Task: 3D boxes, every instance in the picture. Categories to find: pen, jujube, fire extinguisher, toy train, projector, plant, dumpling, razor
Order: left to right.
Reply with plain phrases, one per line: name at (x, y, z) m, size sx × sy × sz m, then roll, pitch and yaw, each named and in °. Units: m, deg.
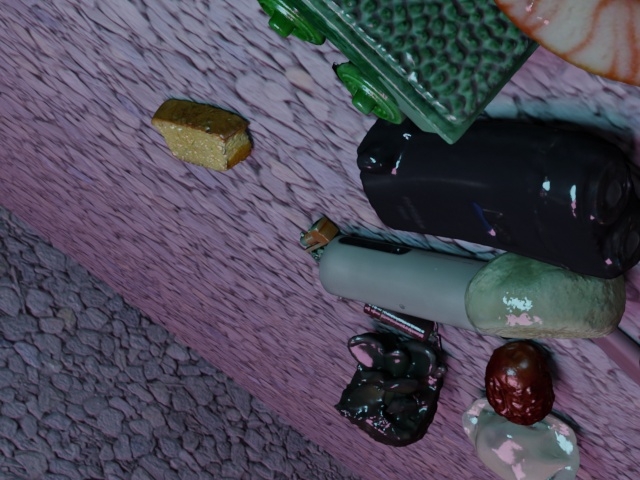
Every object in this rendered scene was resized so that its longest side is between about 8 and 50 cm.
toy train at (0.000, 0.000, 1.378) m, size 0.064 × 0.044 × 0.103 m, roll 42°, pitch 154°, yaw -11°
toy train at (0.052, -0.211, 0.708) m, size 0.266 × 0.145 × 0.202 m, roll 40°, pitch 179°, yaw -16°
plant at (0.141, 0.302, 1.595) m, size 0.199 × 0.188 × 0.276 m, roll 23°, pitch 155°, yaw 23°
fire extinguisher at (0.157, 0.141, 1.449) m, size 0.157 × 0.045 × 0.078 m, roll 27°, pitch 134°, yaw 20°
projector at (0.150, 0.066, 1.226) m, size 0.337 × 0.108 × 0.108 m, roll 12°, pitch 148°, yaw 43°
razor at (0.198, -0.057, 0.913) m, size 0.327 × 0.107 × 0.189 m, roll 14°, pitch 150°, yaw 42°
jujube at (0.330, 0.239, 1.325) m, size 0.112 × 0.109 × 0.176 m, roll -9°, pitch 141°, yaw 10°
dumpling at (0.378, 0.381, 1.516) m, size 0.250 × 0.162 × 0.132 m, roll 29°, pitch -164°, yaw 39°
pen at (0.461, 0.183, 1.137) m, size 0.197 × 0.032 × 0.053 m, roll 42°, pitch 155°, yaw -11°

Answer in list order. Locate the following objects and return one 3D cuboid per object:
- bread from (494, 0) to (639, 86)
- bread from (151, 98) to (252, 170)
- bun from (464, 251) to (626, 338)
bread at (0.244, -0.235, 0.494) m, size 0.295 × 0.114 × 0.327 m, roll 35°, pitch 157°, yaw -2°
bread at (-0.187, -0.169, 1.275) m, size 0.187 × 0.065 × 0.103 m, roll 18°, pitch 147°, yaw 30°
bun at (0.278, 0.063, 0.999) m, size 0.195 × 0.118 × 0.195 m, roll 0°, pitch 171°, yaw 0°
